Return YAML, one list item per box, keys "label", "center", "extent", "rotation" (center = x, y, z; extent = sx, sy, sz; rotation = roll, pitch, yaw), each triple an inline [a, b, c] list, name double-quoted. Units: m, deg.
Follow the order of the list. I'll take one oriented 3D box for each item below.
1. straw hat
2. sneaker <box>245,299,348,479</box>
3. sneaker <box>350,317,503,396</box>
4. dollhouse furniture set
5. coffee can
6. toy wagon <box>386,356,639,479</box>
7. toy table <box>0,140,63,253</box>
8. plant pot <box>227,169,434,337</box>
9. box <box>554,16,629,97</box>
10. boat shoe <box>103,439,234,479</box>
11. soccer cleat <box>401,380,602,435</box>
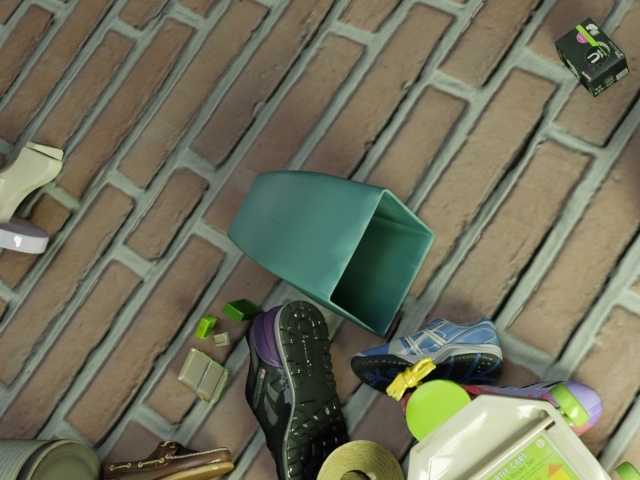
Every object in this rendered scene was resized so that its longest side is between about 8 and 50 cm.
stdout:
- label: "straw hat"
  center: [0.041, 0.333, 1.353]
  extent: [0.061, 0.145, 0.144]
  rotation: [-21, 54, 62]
- label: "sneaker"
  center: [-0.043, 0.232, 1.432]
  extent: [0.124, 0.107, 0.283]
  rotation: [-21, 68, 48]
- label: "sneaker"
  center: [0.142, 0.154, 1.385]
  extent: [0.211, 0.080, 0.081]
  rotation: [-8, 44, 22]
- label: "dollhouse furniture set"
  center: [-0.145, 0.159, 1.530]
  extent: [0.076, 0.059, 0.151]
  rotation: [31, 104, 23]
- label: "coffee can"
  center: [-0.476, 0.382, 1.488]
  extent: [0.276, 0.201, 0.201]
  rotation: [-3, 70, 23]
- label: "toy wagon"
  center: [0.212, 0.285, 1.234]
  extent: [0.267, 0.068, 0.344]
  rotation: [-40, 81, 5]
- label: "toy table"
  center: [-0.541, -0.096, 1.691]
  extent: [0.274, 0.252, 0.160]
  rotation: [21, 96, 18]
- label: "plant pot"
  center: [0.000, 0.000, 1.454]
  extent: [0.234, 0.166, 0.165]
  rotation: [22, 81, 37]
- label: "box"
  center: [0.376, -0.254, 1.440]
  extent: [0.062, 0.052, 0.083]
  rotation: [-37, 62, 7]
- label: "boat shoe"
  center: [-0.221, 0.320, 1.472]
  extent: [0.207, 0.073, 0.073]
  rotation: [-19, 66, 16]
- label: "soccer cleat"
  center: [0.224, 0.213, 1.303]
  extent: [0.248, 0.095, 0.083]
  rotation: [-5, 69, 22]
